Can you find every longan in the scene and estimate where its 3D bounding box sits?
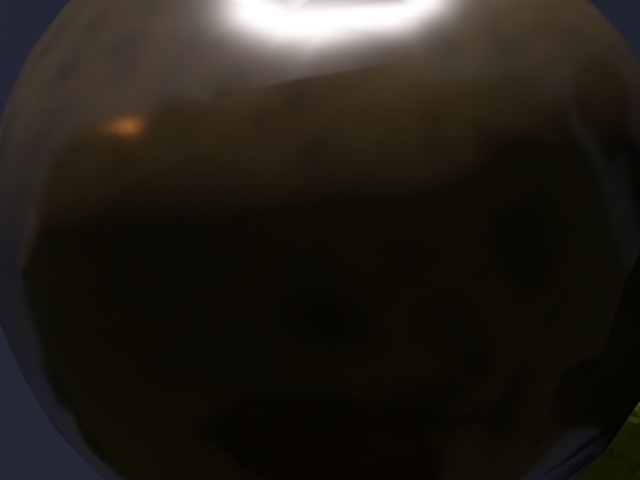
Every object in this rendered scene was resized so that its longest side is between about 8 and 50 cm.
[{"bbox_3d":[0.000,0.000,1.060,0.404,0.336,0.404,8,-77,35],"label":"longan"}]

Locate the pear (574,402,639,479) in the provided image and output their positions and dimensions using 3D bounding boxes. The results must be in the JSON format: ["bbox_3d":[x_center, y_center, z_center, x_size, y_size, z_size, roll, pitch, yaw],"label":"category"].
[{"bbox_3d":[0.329,0.186,1.592,0.239,0.288,0.139,50,-23,-6],"label":"pear"}]
